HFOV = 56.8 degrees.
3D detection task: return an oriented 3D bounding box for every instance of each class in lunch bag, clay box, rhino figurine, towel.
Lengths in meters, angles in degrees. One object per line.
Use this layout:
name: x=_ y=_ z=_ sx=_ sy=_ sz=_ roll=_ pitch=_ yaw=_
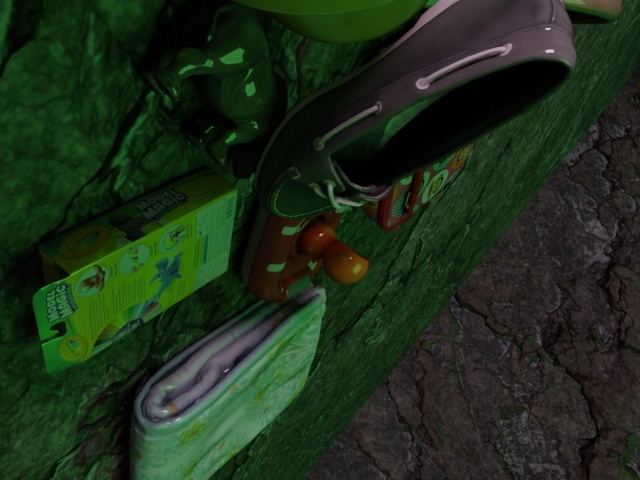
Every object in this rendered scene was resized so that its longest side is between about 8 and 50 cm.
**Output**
lunch bag: x=0.131 y=-0.162 z=0.870 sx=0.258 sy=0.120 sz=0.293 roll=-35 pitch=151 yaw=-30
clay box: x=-0.183 y=0.026 z=0.583 sx=0.222 sy=0.053 sz=0.127 roll=-33 pitch=150 yaw=-40
rhino figurine: x=-0.075 y=-0.123 z=0.557 sx=0.106 sy=0.073 sz=0.243 roll=-46 pitch=159 yaw=-8
towel: x=-0.144 y=0.255 z=0.954 sx=0.374 sy=0.090 sz=0.320 roll=-33 pitch=149 yaw=-41

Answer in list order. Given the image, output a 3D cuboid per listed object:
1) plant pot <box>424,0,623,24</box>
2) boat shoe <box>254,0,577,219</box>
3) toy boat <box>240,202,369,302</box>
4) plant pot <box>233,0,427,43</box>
plant pot: x=0.176 y=-0.339 z=0.561 sx=0.263 sy=0.263 sz=0.229 roll=-19 pitch=123 yaw=-55
boat shoe: x=0.057 y=-0.092 z=0.513 sx=0.112 sy=0.095 sz=0.335 roll=17 pitch=140 yaw=-41
toy boat: x=0.000 y=0.000 z=0.782 sx=0.151 sy=0.151 sz=0.231 roll=-27 pitch=146 yaw=-49
plant pot: x=0.005 y=-0.240 z=0.355 sx=0.254 sy=0.254 sz=0.239 roll=-54 pitch=174 yaw=1
